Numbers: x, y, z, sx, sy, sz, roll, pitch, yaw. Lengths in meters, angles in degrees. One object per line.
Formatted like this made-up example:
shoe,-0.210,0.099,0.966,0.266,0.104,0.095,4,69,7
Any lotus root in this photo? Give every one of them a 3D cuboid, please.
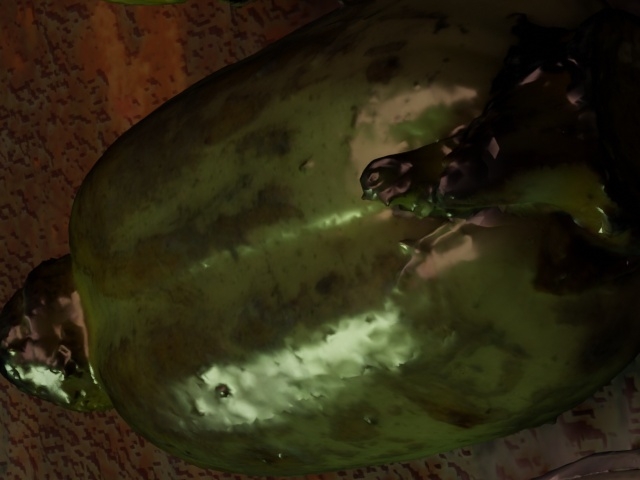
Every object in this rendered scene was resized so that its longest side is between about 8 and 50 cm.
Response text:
lotus root,0.000,0.000,0.623,0.309,0.173,0.173,-18,77,37

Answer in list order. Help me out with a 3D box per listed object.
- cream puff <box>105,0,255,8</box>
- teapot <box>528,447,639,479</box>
cream puff,-0.024,-0.202,0.636,0.195,0.195,0.221,3,111,40
teapot,0.120,0.218,0.481,0.424,0.252,0.280,2,128,59
